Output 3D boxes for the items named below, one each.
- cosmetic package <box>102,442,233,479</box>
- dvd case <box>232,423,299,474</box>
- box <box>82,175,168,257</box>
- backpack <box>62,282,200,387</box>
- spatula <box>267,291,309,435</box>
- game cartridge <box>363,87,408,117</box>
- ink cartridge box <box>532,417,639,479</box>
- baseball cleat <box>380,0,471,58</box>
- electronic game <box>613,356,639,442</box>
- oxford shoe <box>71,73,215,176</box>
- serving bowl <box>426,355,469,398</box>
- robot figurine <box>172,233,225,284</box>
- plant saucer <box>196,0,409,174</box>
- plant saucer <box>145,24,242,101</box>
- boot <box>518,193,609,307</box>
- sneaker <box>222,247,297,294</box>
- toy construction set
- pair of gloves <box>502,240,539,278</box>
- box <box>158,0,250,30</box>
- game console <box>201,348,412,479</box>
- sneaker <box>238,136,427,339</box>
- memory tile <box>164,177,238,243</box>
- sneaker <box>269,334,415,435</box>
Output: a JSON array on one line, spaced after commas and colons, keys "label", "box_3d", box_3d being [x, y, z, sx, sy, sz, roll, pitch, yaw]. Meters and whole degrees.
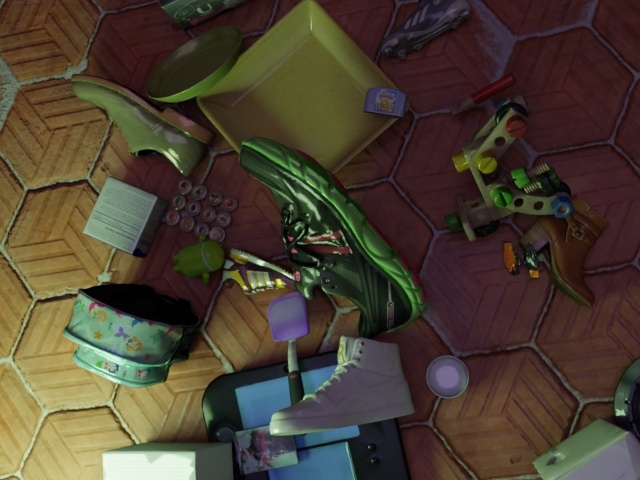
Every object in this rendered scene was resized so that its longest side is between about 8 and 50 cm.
[{"label": "cosmetic package", "box_3d": [-0.294, 0.515, 1.577, 0.224, 0.138, 0.225, -6, 84, 25]}, {"label": "dvd case", "box_3d": [-0.108, 0.410, 1.594, 0.119, 0.013, 0.087, -13, 85, 9]}, {"label": "box", "box_3d": [-0.417, -0.049, 1.733, 0.126, 0.072, 0.137, 23, 86, 12]}, {"label": "backpack", "box_3d": [-0.383, 0.181, 1.603, 0.225, 0.253, 0.191, 22, 87, 11]}, {"label": "spatula", "box_3d": [-0.053, 0.241, 1.588, 0.084, 0.030, 0.296, -14, 56, 9]}, {"label": "game cartridge", "box_3d": [0.131, -0.278, 1.615, 0.083, 0.017, 0.056, 10, 80, 11]}, {"label": "ink cartridge box", "box_3d": [0.556, 0.517, 1.374, 0.166, 0.285, 0.395, -36, 78, 2]}, {"label": "baseball cleat", "box_3d": [0.208, -0.460, 1.688, 0.206, 0.072, 0.109, -24, 65, 2]}, {"label": "electronic game", "box_3d": [0.666, 0.314, 1.503, 0.229, 0.048, 0.229, -1, 82, 9]}, {"label": "oxford shoe", "box_3d": [-0.405, -0.253, 1.735, 0.348, 0.123, 0.130, 26, 93, 13]}, {"label": "serving bowl", "box_3d": [0.251, 0.269, 1.594, 0.083, 0.027, 0.083, -1, 83, 9]}, {"label": "robot figurine", "box_3d": [-0.251, 0.039, 1.689, 0.115, 0.067, 0.101, -18, 62, 19]}, {"label": "plant saucer", "box_3d": [-0.036, -0.281, 1.693, 0.333, 0.081, 0.333, -41, 78, 2]}, {"label": "plant saucer", "box_3d": [-0.260, -0.367, 1.706, 0.241, 0.037, 0.241, -21, 38, 18]}, {"label": "boot", "box_3d": [0.502, 0.019, 1.563, 0.152, 0.073, 0.197, -40, 80, -1]}, {"label": "sneaker", "box_3d": [-0.115, 0.082, 1.670, 0.185, 0.069, 0.084, 23, 95, 19]}, {"label": "toy construction set", "box_3d": [0.318, -0.147, 1.559, 0.237, 0.257, 0.309, -27, 54, 21]}, {"label": "pair of gloves", "box_3d": [0.391, 0.038, 1.576, 0.010, 0.083, 0.074, -24, 109, -34]}, {"label": "box", "box_3d": [-0.228, -0.577, 1.724, 0.247, 0.163, 0.142, -21, 83, 7]}, {"label": "game console", "box_3d": [-0.030, 0.407, 1.610, 0.386, 0.060, 0.342, -14, 80, 9]}, {"label": "sneaker", "box_3d": [0.000, 0.000, 1.550, 0.202, 0.185, 0.483, -41, 95, 6]}, {"label": "memory tile", "box_3d": [-0.258, -0.064, 1.737, 0.148, 0.012, 0.113, 21, 87, 12]}, {"label": "sneaker", "box_3d": [0.029, 0.265, 1.500, 0.292, 0.108, 0.169, -5, 78, -28]}]
